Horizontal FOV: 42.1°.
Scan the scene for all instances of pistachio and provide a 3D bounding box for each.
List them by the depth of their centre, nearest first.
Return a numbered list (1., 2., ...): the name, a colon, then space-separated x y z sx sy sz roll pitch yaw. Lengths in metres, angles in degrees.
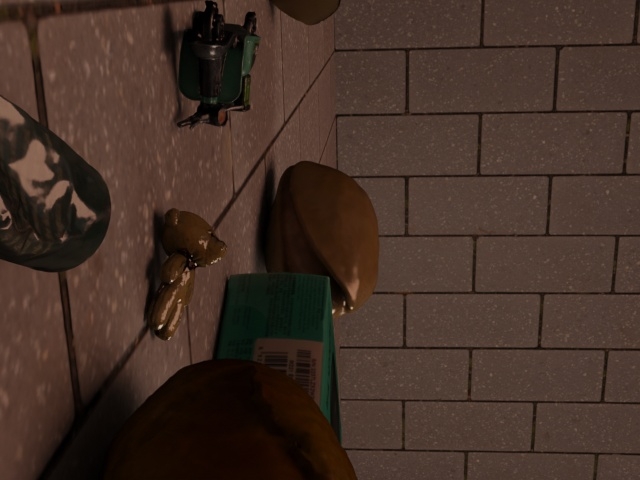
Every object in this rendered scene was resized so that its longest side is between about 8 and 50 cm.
1. pistachio: 0.000 0.000 1.184 0.181 0.162 0.293 53 27 -35

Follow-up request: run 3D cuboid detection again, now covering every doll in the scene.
1. doll: -0.109 0.024 0.618 0.093 0.051 0.061 -57 164 -20

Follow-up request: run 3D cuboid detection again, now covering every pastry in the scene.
1. pastry: -0.033 0.237 0.485 0.356 0.164 0.356 164 -90 -80

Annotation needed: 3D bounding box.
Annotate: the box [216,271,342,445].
1. box: -0.039 0.211 0.924 0.205 0.118 0.311 -83 172 -46

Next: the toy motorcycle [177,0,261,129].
1. toy motorcycle: -0.086 -0.151 0.713 0.173 0.058 0.100 -80 175 -77

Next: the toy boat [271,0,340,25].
1. toy boat: -0.021 -0.381 1.198 0.188 0.116 0.061 72 22 -67

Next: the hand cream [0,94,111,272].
1. hand cream: -0.122 -0.043 0.259 0.248 0.052 0.075 77 13 -71
